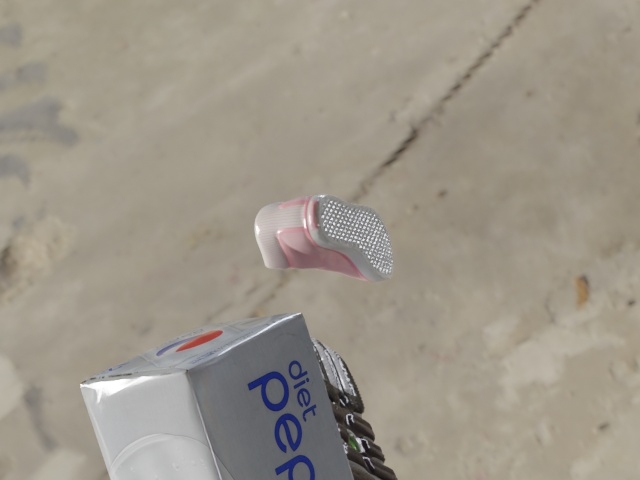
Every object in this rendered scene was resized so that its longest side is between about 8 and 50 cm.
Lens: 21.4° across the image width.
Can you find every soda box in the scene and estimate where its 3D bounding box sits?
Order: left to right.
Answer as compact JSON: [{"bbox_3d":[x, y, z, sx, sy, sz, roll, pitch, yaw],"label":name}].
[{"bbox_3d":[-0.029,0.191,0.932,0.091,0.286,0.098,-10,10,43],"label":"soda box"}]

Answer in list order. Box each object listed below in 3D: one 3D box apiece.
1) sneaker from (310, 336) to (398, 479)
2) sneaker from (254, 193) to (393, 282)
[{"bbox_3d":[-0.024,0.211,1.247,0.162,0.106,0.281,-38,42,18],"label":"sneaker"},{"bbox_3d":[0.000,0.000,1.231,0.070,0.134,0.051,-9,71,26],"label":"sneaker"}]
